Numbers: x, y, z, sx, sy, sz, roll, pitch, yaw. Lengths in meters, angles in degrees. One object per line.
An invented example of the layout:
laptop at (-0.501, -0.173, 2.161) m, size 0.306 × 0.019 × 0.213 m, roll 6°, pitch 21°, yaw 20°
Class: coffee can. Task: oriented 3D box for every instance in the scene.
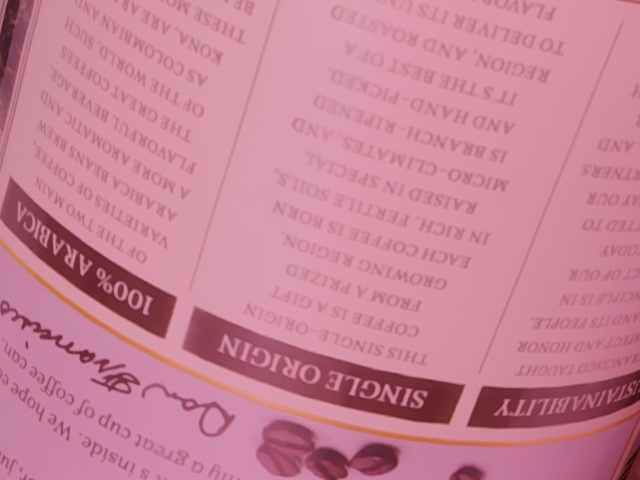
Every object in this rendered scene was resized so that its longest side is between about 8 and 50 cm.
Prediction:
coffee can at (0.000, 0.000, 0.472) m, size 0.201 × 0.201 × 0.275 m, roll 29°, pitch 119°, yaw 17°
